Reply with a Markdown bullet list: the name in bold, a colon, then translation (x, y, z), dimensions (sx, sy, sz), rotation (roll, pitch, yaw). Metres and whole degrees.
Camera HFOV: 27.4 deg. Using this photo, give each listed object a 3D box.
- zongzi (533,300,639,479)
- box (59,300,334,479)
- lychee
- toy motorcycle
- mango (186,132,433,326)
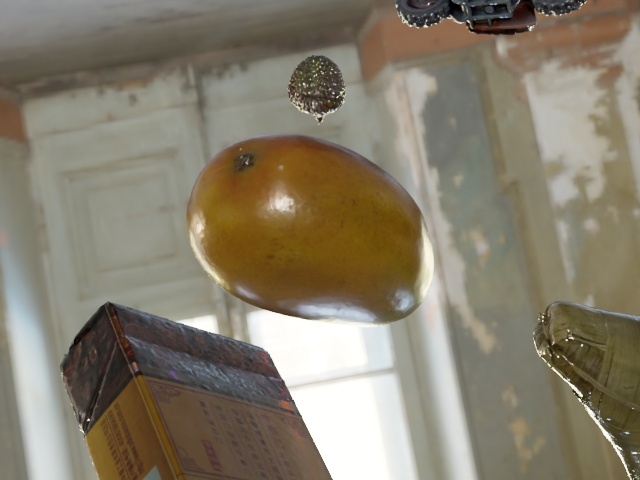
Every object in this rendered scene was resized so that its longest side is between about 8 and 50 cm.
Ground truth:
- **zongzi**: translation (0.245, 0.137, 1.159), dimensions (0.160, 0.078, 0.176), rotation (16, 127, -6)
- **box**: translation (-0.109, 0.264, 1.449), dimensions (0.264, 0.415, 0.115), rotation (20, 117, -42)
- **lychee**: translation (-0.004, -0.173, 1.504), dimensions (0.067, 0.083, 0.068), rotation (6, -153, 1)
- **toy motorcycle**: translation (0.191, -0.285, 1.453), dimensions (0.213, 0.118, 0.084), rotation (-2, 143, 17)
- **mango**: translation (0.002, -0.004, 1.028), dimensions (0.221, 0.120, 0.151), rotation (20, 136, -25)
